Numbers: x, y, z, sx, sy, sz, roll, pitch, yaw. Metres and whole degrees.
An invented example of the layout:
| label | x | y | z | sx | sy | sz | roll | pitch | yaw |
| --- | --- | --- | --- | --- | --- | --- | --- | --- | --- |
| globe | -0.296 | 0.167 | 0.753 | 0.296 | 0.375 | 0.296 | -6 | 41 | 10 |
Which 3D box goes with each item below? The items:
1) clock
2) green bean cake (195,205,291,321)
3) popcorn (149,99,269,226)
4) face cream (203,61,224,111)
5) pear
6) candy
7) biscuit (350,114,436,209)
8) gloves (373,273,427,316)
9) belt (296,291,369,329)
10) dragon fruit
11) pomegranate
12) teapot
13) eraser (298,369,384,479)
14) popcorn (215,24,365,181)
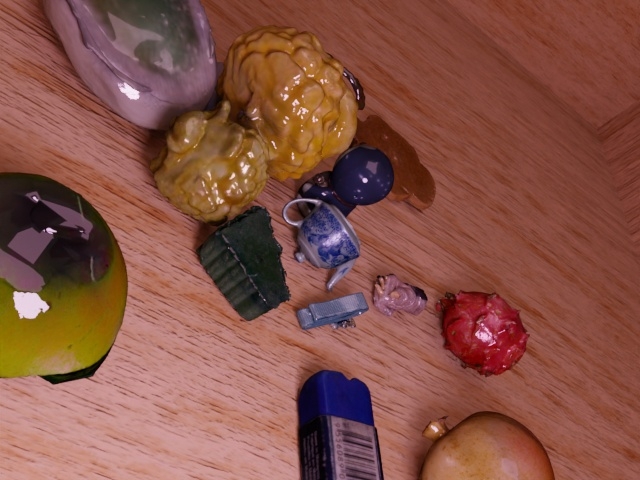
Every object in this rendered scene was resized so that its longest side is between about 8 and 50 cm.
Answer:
| label | x | y | z | sx | sy | sz | roll | pitch | yaw |
| --- | --- | --- | --- | --- | --- | --- | --- | --- | --- |
| clock | 0.070 | -0.134 | 1.917 | 0.199 | 0.243 | 0.147 | -6 | 66 | -53 |
| green bean cake | -0.138 | 0.050 | 1.638 | 0.208 | 0.107 | 0.193 | 54 | 32 | 1 |
| popcorn | -0.224 | -0.149 | 1.605 | 0.195 | 0.256 | 0.255 | -36 | 117 | -62 |
| face cream | -0.265 | -0.332 | 1.857 | 0.077 | 0.077 | 0.250 | 37 | 36 | -20 |
| pear | -0.457 | 0.029 | 1.246 | 0.399 | 0.165 | 0.399 | 29 | 41 | -29 |
| candy | -0.399 | -0.426 | 1.697 | 0.386 | 0.186 | 0.427 | -8 | 68 | -45 |
| biscuit | 0.191 | -0.232 | 2.302 | 0.376 | 0.051 | 0.269 | 40 | 39 | -14 |
| gloves | 0.191 | 0.141 | 1.937 | 0.144 | 0.094 | 0.110 | 25 | 30 | -4 |
| belt | 0.020 | 0.164 | 1.755 | 0.179 | 0.100 | 0.065 | -8 | 66 | -34 |
| dragon fruit | 0.407 | 0.222 | 2.020 | 0.268 | 0.205 | 0.210 | 43 | -7 | 27 |
| pomegranate | 0.335 | 0.495 | 1.622 | 0.319 | 0.319 | 0.319 | 29 | 41 | -29 |
| teapot | 0.000 | 0.000 | 1.821 | 0.232 | 0.159 | 0.159 | 56 | 34 | -10 |
| eraser | 0.037 | 0.420 | 1.512 | 0.155 | 0.101 | 0.332 | 23 | 43 | -32 |
| popcorn | -0.056 | -0.317 | 1.773 | 0.381 | 0.349 | 0.349 | -14 | 69 | -33 |
